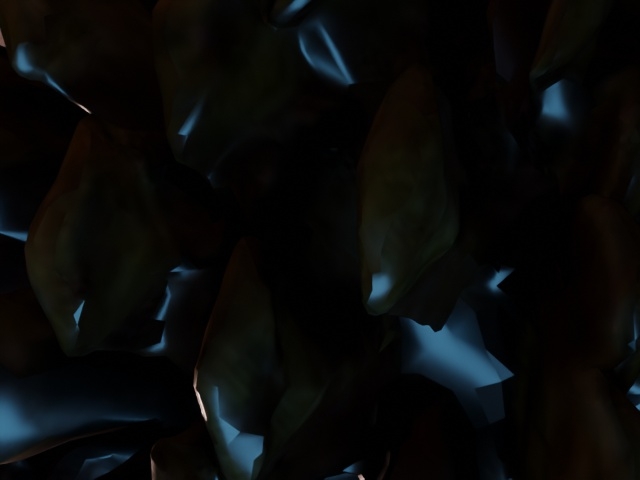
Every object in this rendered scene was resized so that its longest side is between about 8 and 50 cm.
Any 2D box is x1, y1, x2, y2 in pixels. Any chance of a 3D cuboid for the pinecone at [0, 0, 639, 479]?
[{"bbox_3d":[0.000,0.000,0.610,0.384,0.385,0.384,-8,160,-3],"label":"pinecone"}]
